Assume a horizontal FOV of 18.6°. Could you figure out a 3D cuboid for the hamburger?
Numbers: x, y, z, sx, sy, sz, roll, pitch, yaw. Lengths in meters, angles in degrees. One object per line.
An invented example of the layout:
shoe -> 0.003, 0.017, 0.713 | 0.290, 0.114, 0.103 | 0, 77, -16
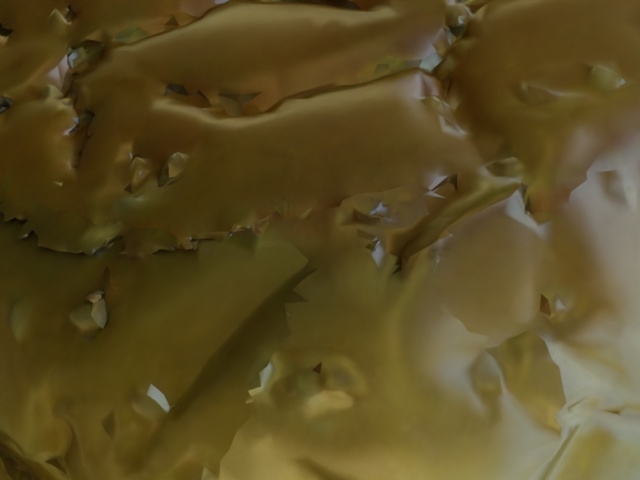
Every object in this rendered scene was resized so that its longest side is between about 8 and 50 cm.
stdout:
hamburger -> 0.000, 0.000, 0.446 | 0.163, 0.244, 0.244 | 85, -10, -47
